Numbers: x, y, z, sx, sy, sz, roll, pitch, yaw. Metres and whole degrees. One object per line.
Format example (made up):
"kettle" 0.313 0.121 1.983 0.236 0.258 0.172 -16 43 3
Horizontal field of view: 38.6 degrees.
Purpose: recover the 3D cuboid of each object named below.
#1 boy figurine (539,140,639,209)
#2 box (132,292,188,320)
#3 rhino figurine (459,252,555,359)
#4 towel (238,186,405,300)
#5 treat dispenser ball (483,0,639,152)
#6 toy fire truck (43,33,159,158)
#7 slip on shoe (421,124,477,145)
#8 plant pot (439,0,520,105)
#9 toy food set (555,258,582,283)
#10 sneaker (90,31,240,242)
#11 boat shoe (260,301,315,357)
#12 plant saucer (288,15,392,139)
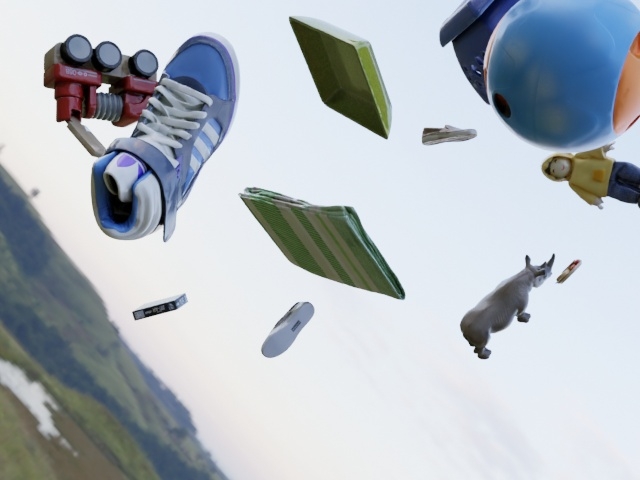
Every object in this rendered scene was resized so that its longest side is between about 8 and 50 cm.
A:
"boy figurine" 0.693 -0.172 2.298 0.285 0.092 0.177 21 -63 24
"box" -0.285 0.118 1.625 0.067 0.083 0.018 -46 120 -79
"rhino figurine" 0.361 0.114 1.732 0.073 0.243 0.106 47 4 41
"towel" 0.000 0.000 1.795 0.325 0.038 0.248 13 -34 47
"treat dispenser ball" 0.424 -0.293 1.555 0.288 0.288 0.288 45 -14 14
"toy fire truck" -0.423 -0.262 1.792 0.158 0.217 0.246 -13 -105 52
"slip on shoe" 0.301 -0.253 2.143 0.135 0.041 0.051 -7 -13 32
"plant pot" 0.404 -0.464 1.965 0.212 0.236 0.236 43 -14 -7
"toy food set" 0.599 0.075 2.207 0.020 0.083 0.082 44 -2 11
"sneaker" -0.232 -0.146 1.342 0.130 0.323 0.236 27 18 4
"boat shoe" -0.068 0.174 1.794 0.040 0.142 0.049 11 -39 56
"plant saucer" 0.043 -0.276 1.483 0.188 0.045 0.188 36 -21 45
